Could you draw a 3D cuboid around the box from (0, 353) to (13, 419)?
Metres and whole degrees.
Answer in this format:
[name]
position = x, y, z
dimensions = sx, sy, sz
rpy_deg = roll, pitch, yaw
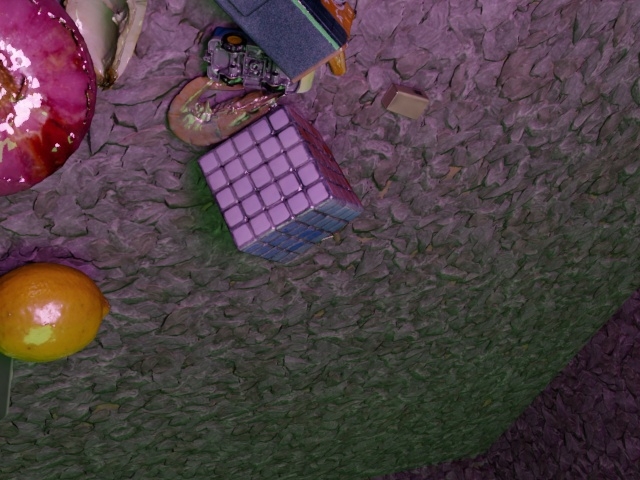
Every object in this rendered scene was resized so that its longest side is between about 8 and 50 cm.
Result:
[box]
position = -0.978, 0.364, 1.848
dimensions = 0.373, 0.090, 0.367
rpy_deg = -1, 139, -27

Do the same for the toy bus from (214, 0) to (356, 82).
[toy bus]
position = -0.076, -0.418, 1.235
dimensions = 0.138, 0.167, 0.275
rpy_deg = -25, 126, 33

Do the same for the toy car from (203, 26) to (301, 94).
[toy car]
position = -0.125, -0.354, 1.406
dimensions = 0.191, 0.100, 0.097
rpy_deg = 11, 138, -2

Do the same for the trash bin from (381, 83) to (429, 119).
[trash bin]
position = 0.192, -0.317, 1.671
dimensions = 0.092, 0.043, 0.061
rpy_deg = 7, 134, -33

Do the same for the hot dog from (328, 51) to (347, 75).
[hot dog]
position = 0.027, -0.392, 1.500
dimensions = 0.044, 0.028, 0.137
rpy_deg = -6, 146, 19

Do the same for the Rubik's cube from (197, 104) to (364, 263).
[Rubik's cube]
position = -0.083, -0.112, 1.571
dimensions = 0.237, 0.238, 0.237
rpy_deg = -31, 164, 14

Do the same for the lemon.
[lemon]
position = -0.629, 0.163, 1.666
dimensions = 0.236, 0.236, 0.263
rpy_deg = -38, 138, 18

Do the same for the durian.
[durian]
position = -0.357, -0.366, 1.232
dimensions = 0.144, 0.139, 0.252
rpy_deg = 11, 132, -32

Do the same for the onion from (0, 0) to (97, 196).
[onion]
position = -0.546, -0.259, 1.159
dimensions = 0.358, 0.345, 0.358
rpy_deg = -17, 131, -21

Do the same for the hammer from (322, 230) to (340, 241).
[hammer]
position = 0.000, 0.000, 1.984
dimensions = 0.110, 0.019, 0.035
rpy_deg = -19, 143, -2

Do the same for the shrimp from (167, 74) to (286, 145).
[shrimp]
position = -0.197, -0.284, 1.487
dimensions = 0.254, 0.059, 0.145
rpy_deg = -26, 126, 17

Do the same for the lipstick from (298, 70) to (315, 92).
[lipstick]
position = -0.023, -0.423, 1.395
dimensions = 0.076, 0.076, 0.304
rpy_deg = -7, 140, -21
